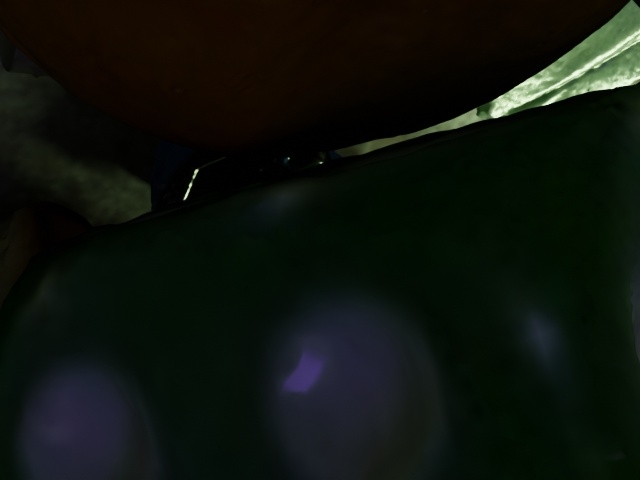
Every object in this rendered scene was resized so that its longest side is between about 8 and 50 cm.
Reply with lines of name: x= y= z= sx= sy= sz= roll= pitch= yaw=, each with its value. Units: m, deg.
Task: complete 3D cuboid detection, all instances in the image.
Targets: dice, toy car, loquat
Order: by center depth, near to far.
loquat: x=-0.007 y=-0.170 z=0.612 sx=0.284 sy=0.276 sz=0.276 roll=-5 pitch=134 yaw=-29
dice: x=0.058 y=0.099 z=0.703 sx=0.300 sy=0.287 sz=0.297 roll=-13 pitch=-177 yaw=35
toy car: x=0.000 y=0.000 z=0.906 sx=0.216 sy=0.063 sz=0.103 roll=37 pitch=110 yaw=-28

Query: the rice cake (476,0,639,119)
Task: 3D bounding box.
rice cake: x=0.173 y=-0.120 z=0.872 sx=0.222 sy=0.042 sz=0.080 roll=-29 pitch=140 yaw=6

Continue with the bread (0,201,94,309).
bread: x=-0.087 y=0.197 z=0.868 sx=0.143 sy=0.333 sz=0.324 roll=-18 pitch=144 yaw=33

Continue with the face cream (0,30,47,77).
face cream: x=-0.031 y=-0.100 z=0.784 sx=0.224 sy=0.114 sz=0.070 roll=4 pitch=96 yaw=-19

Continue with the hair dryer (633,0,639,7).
hair dryer: x=0.209 y=-0.137 z=0.754 sx=0.220 sy=0.195 sz=0.053 roll=5 pitch=124 yaw=-22
